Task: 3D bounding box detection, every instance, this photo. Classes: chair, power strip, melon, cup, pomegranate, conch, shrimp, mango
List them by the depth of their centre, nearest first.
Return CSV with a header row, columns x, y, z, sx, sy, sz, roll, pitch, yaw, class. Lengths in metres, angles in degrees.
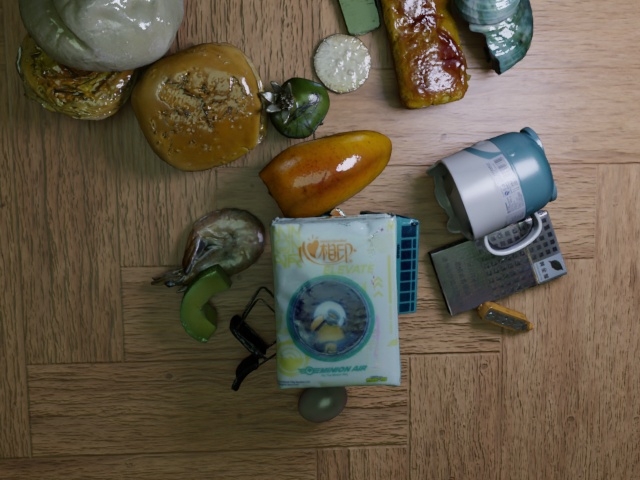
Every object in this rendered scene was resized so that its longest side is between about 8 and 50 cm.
x,y,z,sx,sy,sz,roll,pitch,yaw,class
-0.061,-0.324,1.630,0.131,0.191,0.152,29,95,21,pomegranate
0.418,-0.551,1.635,0.195,0.277,0.220,4,57,11,conch
0.029,-0.168,1.665,0.350,0.199,0.201,-24,127,-13,mango
0.435,-0.108,1.672,0.258,0.219,0.289,-23,103,-2,cup
-0.288,0.150,1.693,0.118,0.064,0.209,24,114,-22,melon
-0.177,0.250,1.716,0.221,0.140,0.145,-44,97,5,chair
-0.290,0.027,1.719,0.317,0.077,0.168,-23,87,-5,shrimp
0.491,0.205,1.784,0.178,0.028,0.049,20,114,-22,power strip

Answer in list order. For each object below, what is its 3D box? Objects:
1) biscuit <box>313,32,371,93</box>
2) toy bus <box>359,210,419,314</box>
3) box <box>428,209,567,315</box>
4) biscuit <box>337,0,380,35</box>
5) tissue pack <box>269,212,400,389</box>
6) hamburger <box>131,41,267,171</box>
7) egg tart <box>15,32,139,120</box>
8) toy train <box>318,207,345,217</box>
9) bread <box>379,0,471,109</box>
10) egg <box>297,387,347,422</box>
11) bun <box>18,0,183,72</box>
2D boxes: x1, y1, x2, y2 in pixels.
x,y,z,sx,sy,sz,roll,pitch,yaw,class
0.056,-0.445,1.707,0.152,0.020,0.152,0,97,-3,biscuit
0.170,0.054,1.707,0.147,0.128,0.256,-2,99,-24,toy bus
0.462,0.058,1.775,0.325,0.047,0.180,-20,98,0,box
0.072,-0.667,1.675,0.099,0.038,0.322,-16,97,2,biscuit
0.037,0.137,1.561,0.287,0.162,0.388,-2,98,1,tissue pack
-0.280,-0.318,1.633,0.304,0.174,0.284,-19,109,6,hamburger
-0.577,-0.413,1.628,0.297,0.132,0.297,1,82,-5,egg tart
0.000,0.000,1.730,0.188,0.072,0.099,-45,103,2,toy train
0.251,-0.518,1.669,0.185,0.109,0.380,-14,95,-1,bread
0.006,0.415,1.759,0.135,0.103,0.103,-30,97,2,egg
-0.479,-0.548,1.505,0.365,0.219,0.365,9,61,-17,bun
